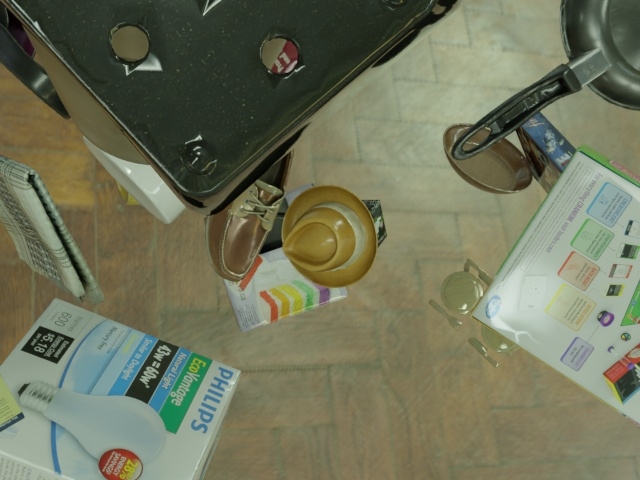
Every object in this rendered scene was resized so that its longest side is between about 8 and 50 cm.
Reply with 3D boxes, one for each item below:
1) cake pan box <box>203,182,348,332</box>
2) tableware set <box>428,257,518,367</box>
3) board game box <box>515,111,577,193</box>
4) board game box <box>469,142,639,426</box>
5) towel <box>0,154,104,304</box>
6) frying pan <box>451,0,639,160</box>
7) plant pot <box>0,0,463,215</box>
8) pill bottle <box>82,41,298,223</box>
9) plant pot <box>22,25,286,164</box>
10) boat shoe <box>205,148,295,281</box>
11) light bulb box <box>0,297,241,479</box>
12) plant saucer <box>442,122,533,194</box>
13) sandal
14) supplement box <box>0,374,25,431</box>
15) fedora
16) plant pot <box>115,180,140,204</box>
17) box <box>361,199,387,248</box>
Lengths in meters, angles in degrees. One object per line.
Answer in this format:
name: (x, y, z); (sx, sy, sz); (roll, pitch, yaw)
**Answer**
cake pan box: (-0.093, 0.032, 1.952); (0.245, 0.070, 0.267); (-18, 106, -9)
tableware set: (0.321, 0.137, 1.818); (0.194, 0.128, 0.039); (44, 17, 12)
board game box: (0.396, -0.104, 1.510); (0.042, 0.165, 0.243); (-29, 39, 4)
board game box: (0.370, 0.073, 1.072); (0.316, 0.242, 0.064); (34, 21, 11)
towel: (-0.566, -0.028, 1.798); (0.056, 0.312, 0.324); (-40, 128, -27)
frying pan: (0.271, -0.208, 0.905); (0.326, 0.053, 0.197); (-15, 104, -5)
plant pot: (-0.046, -0.121, 0.414); (0.187, 0.167, 0.188); (-39, 104, 7)
pill bottle: (-0.166, -0.228, 1.461); (0.224, 0.224, 0.392); (43, 78, 2)
plant pot: (-0.155, -0.230, 0.905); (0.323, 0.280, 0.323); (4, 55, -6)
boat shoe: (-0.130, -0.082, 1.765); (0.123, 0.116, 0.325); (18, 78, -28)
light bulb box: (-0.367, 0.335, 1.538); (0.361, 0.225, 0.358); (21, 34, 0)
plant saucer: (0.323, -0.153, 1.830); (0.198, 0.036, 0.199); (15, 42, -14)
sandal: (-0.529, -0.370, 1.535); (0.445, 0.167, 0.107); (42, 87, 16)
supplement box: (-0.435, 0.207, 1.176); (0.083, 0.056, 0.083); (-31, 104, -25)
fedora: (0.000, 0.000, 1.562); (0.194, 0.194, 0.079); (56, 34, 10)
plant pot: (-0.306, -0.173, 1.945); (0.239, 0.254, 0.254); (-13, 72, -21)
box: (0.088, -0.032, 1.823); (0.052, 0.062, 0.083); (-48, 131, -49)
